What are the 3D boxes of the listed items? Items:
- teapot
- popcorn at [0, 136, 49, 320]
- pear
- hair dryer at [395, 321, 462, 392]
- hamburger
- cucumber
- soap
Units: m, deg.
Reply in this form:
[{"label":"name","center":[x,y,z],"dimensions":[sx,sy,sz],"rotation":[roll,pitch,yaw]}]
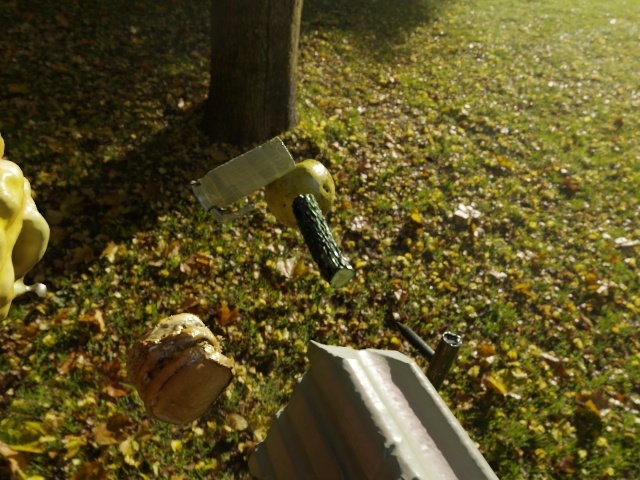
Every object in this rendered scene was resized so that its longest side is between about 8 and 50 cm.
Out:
[{"label":"teapot","center":[-0.147,-0.113,0.838],"dimensions":[0.201,0.077,0.107],"rotation":[-29,91,-9]},{"label":"popcorn","center":[-0.490,-0.006,0.410],"dimensions":[0.349,0.382,0.348],"rotation":[-7,72,23]},{"label":"pear","center":[-0.056,-0.125,1.182],"dimensions":[0.198,0.197,0.197],"rotation":[4,44,-4]},{"label":"hair dryer","center":[0.242,0.237,0.999],"dimensions":[0.050,0.173,0.194],"rotation":[-6,38,-25]},{"label":"hamburger","center":[-0.347,0.328,1.079],"dimensions":[0.261,0.244,0.211],"rotation":[-23,38,-39]},{"label":"cucumber","center":[0.000,0.000,0.752],"dimensions":[0.058,0.058,0.187],"rotation":[-13,56,-21]},{"label":"soap","center":[0.062,0.306,0.501],"dimensions":[0.159,0.257,0.302],"rotation":[12,30,-36]}]
